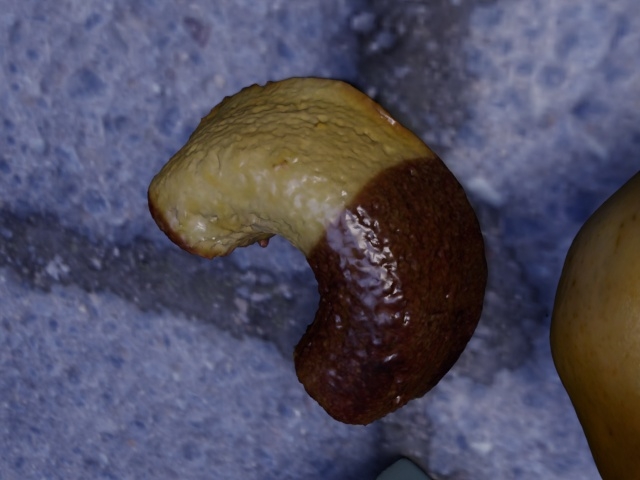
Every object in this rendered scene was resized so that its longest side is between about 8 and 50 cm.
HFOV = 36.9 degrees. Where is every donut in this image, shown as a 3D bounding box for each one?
[{"bbox_3d":[-0.001,-0.002,0.545,0.217,0.085,0.141,44,127,6],"label":"donut"}]

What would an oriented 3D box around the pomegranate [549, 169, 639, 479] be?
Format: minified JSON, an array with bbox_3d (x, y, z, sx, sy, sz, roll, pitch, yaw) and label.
[{"bbox_3d":[0.210,0.049,0.365,0.233,0.233,0.233,13,119,24],"label":"pomegranate"}]

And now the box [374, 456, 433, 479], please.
[{"bbox_3d":[0.023,0.258,0.618,0.130,0.162,0.227,45,128,16],"label":"box"}]
